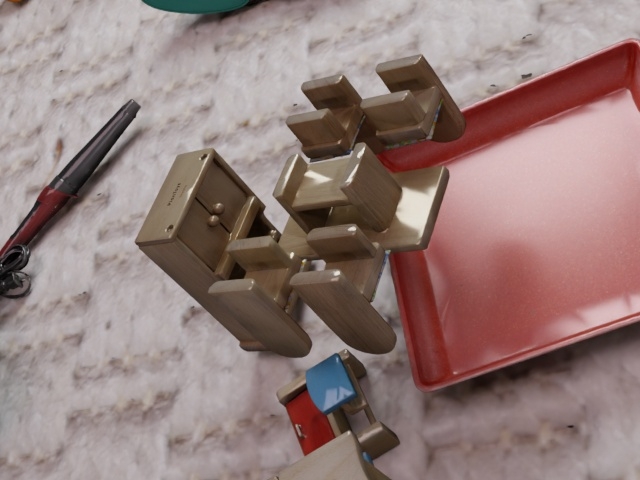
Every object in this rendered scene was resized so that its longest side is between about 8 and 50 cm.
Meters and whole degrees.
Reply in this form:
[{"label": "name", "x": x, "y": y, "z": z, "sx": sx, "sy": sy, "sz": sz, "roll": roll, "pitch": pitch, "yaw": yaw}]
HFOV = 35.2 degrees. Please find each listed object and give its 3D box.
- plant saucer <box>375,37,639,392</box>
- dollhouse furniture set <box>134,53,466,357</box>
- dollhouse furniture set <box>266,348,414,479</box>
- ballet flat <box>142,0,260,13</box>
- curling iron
[{"label": "plant saucer", "x": 0.182, "y": -0.017, "z": 0.832, "sx": 0.259, "sy": 0.047, "sz": 0.258, "roll": -21, "pitch": 52, "yaw": 16}, {"label": "dollhouse furniture set", "x": 0.000, "y": 0.000, "z": 0.821, "sx": 0.242, "sy": 0.161, "sz": 0.212, "roll": -6, "pitch": 49, "yaw": 37}, {"label": "dollhouse furniture set", "x": -0.014, "y": 0.174, "z": 0.768, "sx": 0.129, "sy": 0.129, "sz": 0.183, "roll": -33, "pitch": 50, "yaw": 9}, {"label": "ballet flat", "x": -0.076, "y": -0.322, "z": 1.160, "sx": 0.281, "sy": 0.095, "sz": 0.096, "roll": -1, "pitch": 50, "yaw": 18}, {"label": "curling iron", "x": -0.287, "y": -0.046, "z": 1.133, "sx": 0.068, "sy": 0.035, "sz": 0.274, "roll": 29, "pitch": 79, "yaw": 35}]
